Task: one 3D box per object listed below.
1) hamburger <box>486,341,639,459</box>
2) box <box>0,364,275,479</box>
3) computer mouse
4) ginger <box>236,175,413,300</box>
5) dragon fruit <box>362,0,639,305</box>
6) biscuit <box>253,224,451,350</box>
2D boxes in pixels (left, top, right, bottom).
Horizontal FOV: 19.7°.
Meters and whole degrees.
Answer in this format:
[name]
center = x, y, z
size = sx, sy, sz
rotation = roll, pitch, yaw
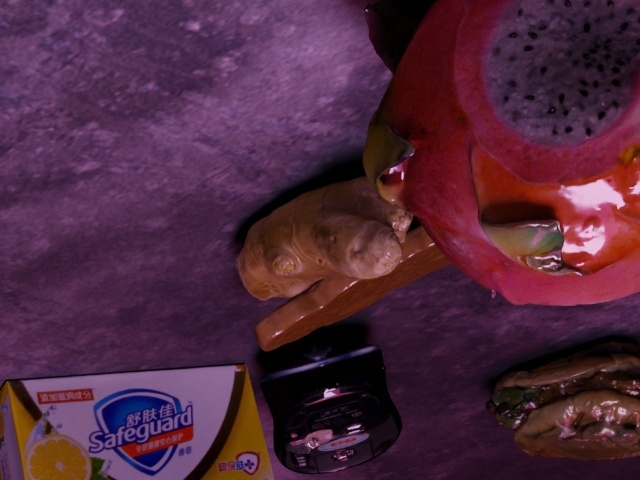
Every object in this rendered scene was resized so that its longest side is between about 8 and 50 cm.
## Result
[hamburger]
center = 0.304, 0.185, 2.129
size = 0.206, 0.130, 0.183
rotation = -6, 159, 25
[box]
center = -0.188, 0.223, 1.832
size = 0.265, 0.168, 0.097
rotation = 0, 153, -27
[computer mouse]
center = 0.010, 0.164, 1.912
size = 0.137, 0.096, 0.233
rotation = -18, 152, -8
[ginger]
center = 0.010, -0.011, 1.568
size = 0.081, 0.115, 0.205
rotation = 30, 155, -36
[dragon fruit]
center = 0.167, -0.098, 1.247
size = 0.290, 0.291, 0.189
rotation = -21, 153, 10
[biscuit]
center = 0.046, 0.033, 1.671
size = 0.236, 0.040, 0.144
rotation = -25, 162, -7
